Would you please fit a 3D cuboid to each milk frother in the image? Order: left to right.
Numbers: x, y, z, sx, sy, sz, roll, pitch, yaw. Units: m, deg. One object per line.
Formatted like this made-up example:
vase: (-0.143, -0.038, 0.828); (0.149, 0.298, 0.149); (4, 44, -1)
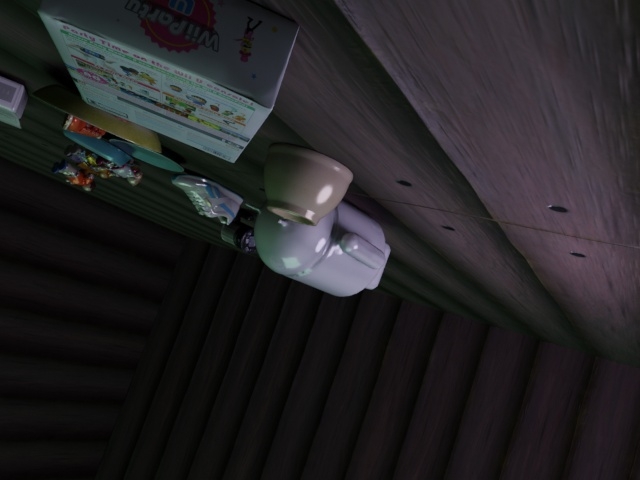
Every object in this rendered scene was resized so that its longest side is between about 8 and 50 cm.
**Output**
milk frother: (-0.231, -0.027, 1.913); (0.143, 0.129, 0.135); (20, -176, -43)

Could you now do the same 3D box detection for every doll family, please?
doll family: (-0.616, -0.219, 1.643); (0.263, 0.118, 0.163); (-4, 157, 23)

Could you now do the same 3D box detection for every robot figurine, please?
robot figurine: (0.000, 0.000, 1.240); (0.300, 0.199, 0.354); (9, 168, 45)

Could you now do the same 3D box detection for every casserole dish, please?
casserole dish: (-0.562, -0.239, 1.437); (0.189, 0.036, 0.114); (28, 176, -2)

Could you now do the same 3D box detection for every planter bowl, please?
planter bowl: (-0.034, -0.091, 1.030); (0.162, 0.109, 0.162); (18, 172, 3)

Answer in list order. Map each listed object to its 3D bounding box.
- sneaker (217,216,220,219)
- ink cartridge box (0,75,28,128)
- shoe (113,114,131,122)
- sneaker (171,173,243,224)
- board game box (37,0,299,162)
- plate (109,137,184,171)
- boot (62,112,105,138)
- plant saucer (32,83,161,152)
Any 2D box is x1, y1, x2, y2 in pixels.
sneaker: (-0.322, -0.121, 1.811); (0.118, 0.067, 0.042); (48, 180, 12)
ink cartridge box: (-0.792, -0.342, 1.228); (0.297, 0.066, 0.261); (21, 175, -24)
shoe: (-0.291, -0.220, 0.938); (0.178, 0.063, 0.081); (23, 174, 8)
sneaker: (-0.317, -0.118, 1.593); (0.229, 0.092, 0.088); (28, 170, -42)
board game box: (-0.172, -0.197, 0.670); (0.224, 0.097, 0.303); (20, 174, -15)
plate: (-0.422, -0.216, 1.411); (0.188, 0.024, 0.188); (20, 172, 3)
boot: (-0.512, -0.256, 1.250); (0.085, 0.059, 0.158); (18, -179, -16)
plant saucer: (-0.402, -0.230, 1.063); (0.241, 0.037, 0.241); (25, -177, -2)
